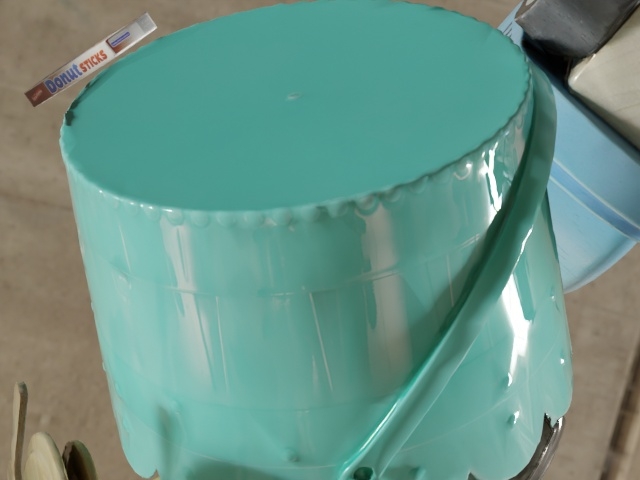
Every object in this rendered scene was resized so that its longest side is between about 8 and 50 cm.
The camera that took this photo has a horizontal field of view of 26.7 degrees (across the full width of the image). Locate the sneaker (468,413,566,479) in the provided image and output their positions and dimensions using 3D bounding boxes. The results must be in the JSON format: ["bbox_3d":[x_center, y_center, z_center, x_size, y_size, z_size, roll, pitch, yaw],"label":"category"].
[{"bbox_3d":[0.055,0.083,0.817,0.234,0.106,0.078,34,166,41],"label":"sneaker"}]

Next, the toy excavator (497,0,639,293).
[{"bbox_3d":[0.160,-0.055,1.139,0.222,0.445,0.433,41,-161,-6],"label":"toy excavator"}]

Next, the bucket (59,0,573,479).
[{"bbox_3d":[0.000,0.000,0.721,0.281,0.183,0.281,-6,-148,4],"label":"bucket"}]

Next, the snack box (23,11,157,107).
[{"bbox_3d":[-0.237,-0.183,1.381,0.178,0.022,0.064,-18,-159,50],"label":"snack box"}]

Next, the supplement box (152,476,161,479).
[{"bbox_3d":[-0.061,0.162,0.812,0.083,0.056,0.083,-25,-175,-30],"label":"supplement box"}]

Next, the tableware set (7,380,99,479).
[{"bbox_3d":[-0.120,0.172,0.651,0.039,0.194,0.128,-6,-139,-24],"label":"tableware set"}]
